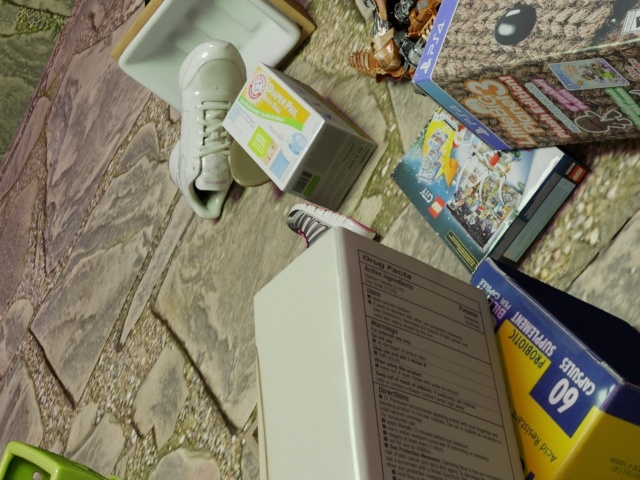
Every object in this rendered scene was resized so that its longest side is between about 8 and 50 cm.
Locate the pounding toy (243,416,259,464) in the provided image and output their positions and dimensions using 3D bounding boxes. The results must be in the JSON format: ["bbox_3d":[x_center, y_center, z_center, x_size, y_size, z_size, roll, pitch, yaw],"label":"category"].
[{"bbox_3d":[0.013,0.183,1.189,0.206,0.094,0.181,-54,27,3],"label":"pounding toy"}]

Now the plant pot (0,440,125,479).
[{"bbox_3d":[-0.358,0.432,1.465,0.227,0.207,0.228,0,71,57],"label":"plant pot"}]

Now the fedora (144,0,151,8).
[{"bbox_3d":[-0.190,-0.506,1.871,0.334,0.152,0.334,-39,39,41],"label":"fedora"}]

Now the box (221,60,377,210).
[{"bbox_3d":[-0.034,-0.148,1.422,0.114,0.103,0.203,-58,42,14],"label":"box"}]

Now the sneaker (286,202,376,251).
[{"bbox_3d":[0.000,0.000,1.343,0.170,0.063,0.075,17,79,54],"label":"sneaker"}]

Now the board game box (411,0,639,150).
[{"bbox_3d":[0.267,-0.227,0.972,0.291,0.141,0.232,-1,63,51],"label":"board game box"}]

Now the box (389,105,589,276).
[{"bbox_3d":[0.179,-0.075,1.141,0.159,0.044,0.233,-55,33,17],"label":"box"}]

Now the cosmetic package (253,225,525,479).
[{"bbox_3d":[0.050,0.161,0.703,0.113,0.160,0.309,-41,39,36],"label":"cosmetic package"}]

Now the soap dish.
[{"bbox_3d":[-0.178,-0.343,1.698,0.291,0.229,0.118,-41,23,36],"label":"soap dish"}]

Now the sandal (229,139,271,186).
[{"bbox_3d":[-0.091,-0.151,1.593,0.079,0.088,0.240,102,175,-52],"label":"sandal"}]

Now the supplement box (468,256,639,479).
[{"bbox_3d":[0.152,0.231,0.841,0.356,0.195,0.194,-59,32,12],"label":"supplement box"}]

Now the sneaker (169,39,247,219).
[{"bbox_3d":[-0.164,-0.170,1.621,0.152,0.114,0.305,-117,29,-43],"label":"sneaker"}]

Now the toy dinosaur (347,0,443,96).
[{"bbox_3d":[0.110,-0.281,1.291,0.322,0.164,0.218,-9,78,43],"label":"toy dinosaur"}]
